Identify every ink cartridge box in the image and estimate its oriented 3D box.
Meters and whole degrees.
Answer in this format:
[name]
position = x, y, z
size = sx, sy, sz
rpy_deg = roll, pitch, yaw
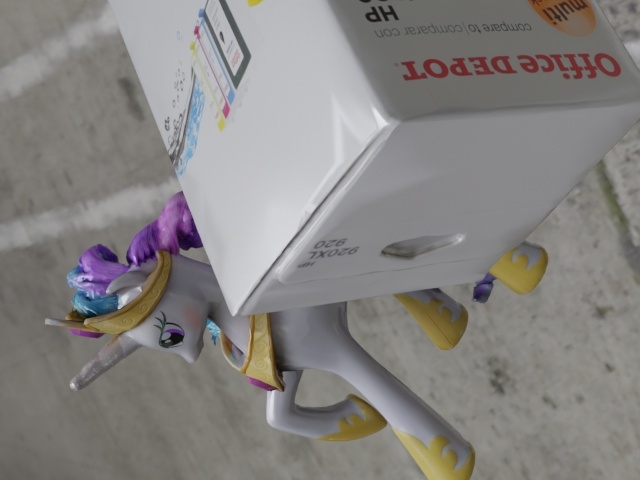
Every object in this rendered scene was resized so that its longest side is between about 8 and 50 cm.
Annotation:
[ink cartridge box]
position = 0.018, -0.106, 0.642
size = 0.168, 0.171, 0.233
rpy_deg = -52, 55, 47

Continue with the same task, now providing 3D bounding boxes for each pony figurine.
[pony figurine]
position = 0.000, 0.000, 0.981
size = 0.363, 0.351, 0.302
rpy_deg = 25, 172, -27
